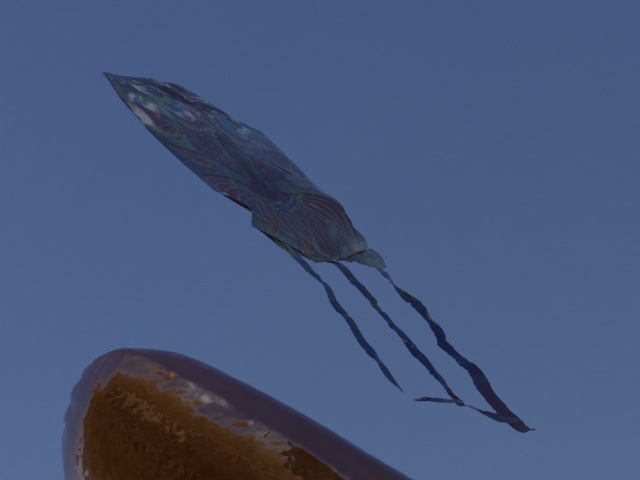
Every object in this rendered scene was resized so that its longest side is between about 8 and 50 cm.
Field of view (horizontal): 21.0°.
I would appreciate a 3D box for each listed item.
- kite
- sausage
[{"bbox_3d":[-0.002,0.002,0.713,0.229,0.127,0.016,47,-70,34],"label":"kite"},{"bbox_3d":[-0.023,0.133,0.813,0.274,0.105,0.105,26,-79,39],"label":"sausage"}]
